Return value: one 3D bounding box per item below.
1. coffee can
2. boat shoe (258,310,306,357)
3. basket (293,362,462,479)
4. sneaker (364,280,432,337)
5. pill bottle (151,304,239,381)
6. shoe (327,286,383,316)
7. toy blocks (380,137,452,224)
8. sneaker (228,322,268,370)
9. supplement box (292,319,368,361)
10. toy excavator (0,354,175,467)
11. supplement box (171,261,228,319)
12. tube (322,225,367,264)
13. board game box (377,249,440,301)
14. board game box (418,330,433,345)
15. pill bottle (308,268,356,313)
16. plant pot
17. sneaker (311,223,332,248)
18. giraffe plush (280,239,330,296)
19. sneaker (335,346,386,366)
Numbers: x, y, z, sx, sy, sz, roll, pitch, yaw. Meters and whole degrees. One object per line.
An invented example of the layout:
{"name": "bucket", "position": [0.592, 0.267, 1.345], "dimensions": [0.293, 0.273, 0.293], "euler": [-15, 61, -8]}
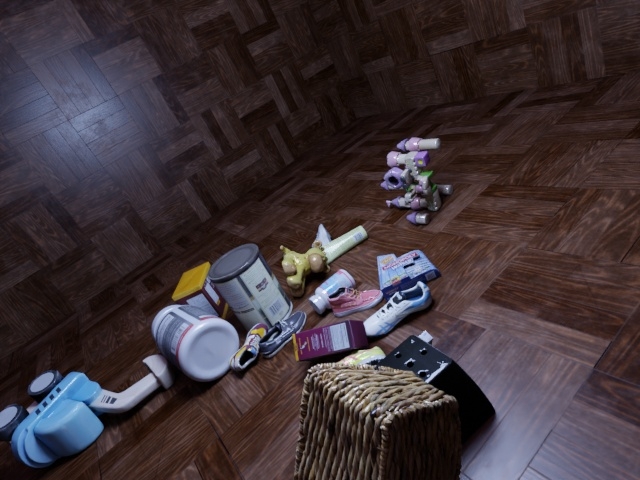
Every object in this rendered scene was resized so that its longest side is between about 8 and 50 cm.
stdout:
{"name": "coffee can", "position": [-0.252, 0.180, 1.478], "dimensions": [0.201, 0.275, 0.201], "euler": [-22, 25, 11]}
{"name": "boat shoe", "position": [-0.127, 0.302, 1.369], "dimensions": [0.075, 0.065, 0.206], "euler": [4, 40, 49]}
{"name": "basket", "position": [0.100, 0.379, 0.719], "dimensions": [0.213, 0.299, 0.223], "euler": [2, 4, -36]}
{"name": "sneaker", "position": [0.217, 0.200, 1.192], "dimensions": [0.237, 0.086, 0.085], "euler": [-31, 27, -4]}
{"name": "pill bottle", "position": [-0.462, 0.347, 1.453], "dimensions": [0.210, 0.210, 0.363], "euler": [-42, 28, -28]}
{"name": "shoe", "position": [0.112, 0.186, 1.327], "dimensions": [0.178, 0.081, 0.063], "euler": [-23, 26, 12]}
{"name": "toy blocks", "position": [0.337, -0.233, 1.657], "dimensions": [0.260, 0.289, 0.309], "euler": [8, 45, 43]}
{"name": "sneaker", "position": [-0.224, 0.355, 1.351], "dimensions": [0.084, 0.069, 0.185], "euler": [-19, 30, 54]}
{"name": "supplement box", "position": [0.028, 0.287, 1.157], "dimensions": [0.188, 0.104, 0.081], "euler": [-20, 69, 24]}
{"name": "toy excavator", "position": [-0.787, 0.578, 1.405], "dimensions": [0.445, 0.222, 0.433], "euler": [1, 35, 24]}
{"name": "supplement box", "position": [-0.495, 0.234, 1.716], "dimensions": [0.129, 0.194, 0.191], "euler": [-24, 25, 9]}
{"name": "tube", "position": [0.081, 0.022, 1.690], "dimensions": [0.240, 0.062, 0.070], "euler": [-31, 27, -8]}
{"name": "board game box", "position": [0.272, 0.095, 1.365], "dimensions": [0.194, 0.060, 0.194], "euler": [-27, 26, 3]}
{"name": "board game box", "position": [0.209, 0.297, 0.995], "dimensions": [0.154, 0.103, 0.026], "euler": [-36, 56, -15]}
{"name": "pill bottle", "position": [0.040, 0.179, 1.406], "dimensions": [0.160, 0.087, 0.087], "euler": [-37, 27, -20]}
{"name": "plant pot", "position": [0.219, 0.320, 0.866], "dimensions": [0.187, 0.167, 0.188], "euler": [-36, 27, -15]}
{"name": "sneaker", "position": [0.000, 0.000, 1.812], "dimensions": [0.094, 0.080, 0.212], "euler": [-36, 25, 11]}
{"name": "giraffe plush", "position": [-0.052, 0.095, 1.581], "dimensions": [0.170, 0.181, 0.210], "euler": [-15, 43, 0]}
{"name": "sneaker", "position": [0.083, 0.342, 1.082], "dimensions": [0.208, 0.082, 0.094], "euler": [-18, 18, 8]}
